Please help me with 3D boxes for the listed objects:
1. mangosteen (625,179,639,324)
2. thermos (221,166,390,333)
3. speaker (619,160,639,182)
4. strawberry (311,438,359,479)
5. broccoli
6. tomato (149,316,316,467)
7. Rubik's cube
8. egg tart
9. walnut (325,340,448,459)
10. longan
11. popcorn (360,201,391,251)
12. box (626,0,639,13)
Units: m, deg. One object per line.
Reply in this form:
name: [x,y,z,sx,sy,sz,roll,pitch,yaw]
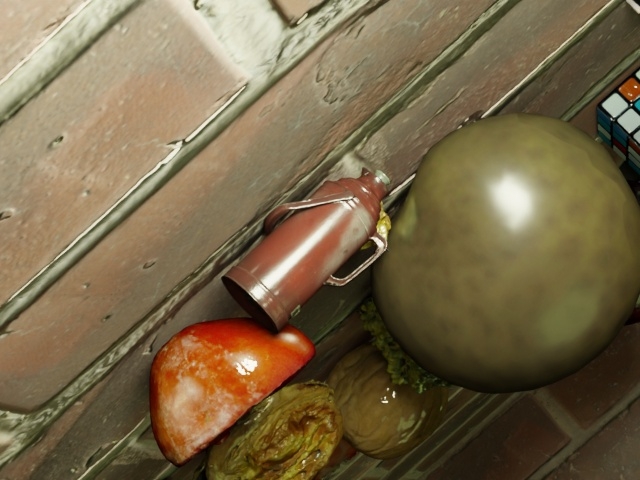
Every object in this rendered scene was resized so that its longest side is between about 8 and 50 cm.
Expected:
mangosteen: [0.561,0.020,2.052,0.311,0.311,0.311,-35,158,-16]
thermos: [0.001,0.002,1.256,0.232,0.124,0.099,-43,164,-16]
speaker: [0.712,-0.184,2.214,0.218,0.044,0.082,-23,153,-38]
strawberry: [-0.011,0.397,2.057,0.174,0.098,0.228,-40,156,-3]
broccoli: [0.191,0.161,1.739,0.243,0.180,0.273,-7,161,-17]
tomato: [-0.131,0.166,1.312,0.233,0.139,0.200,-43,179,13]
Rubik's cube: [0.574,-0.201,1.787,0.155,0.154,0.151,-41,160,1]
egg tart: [-0.097,0.329,1.750,0.297,0.132,0.297,-30,141,-27]
walnut: [0.120,0.280,1.908,0.228,0.228,0.228,-35,158,-16]
longan: [0.261,0.024,1.456,0.405,0.336,0.404,-4,125,-6]
popcorn: [0.063,-0.009,1.394,0.084,0.084,0.084,-35,158,-16]
box: [0.520,-0.420,1.429,0.129,0.033,0.247,-21,151,-41]
